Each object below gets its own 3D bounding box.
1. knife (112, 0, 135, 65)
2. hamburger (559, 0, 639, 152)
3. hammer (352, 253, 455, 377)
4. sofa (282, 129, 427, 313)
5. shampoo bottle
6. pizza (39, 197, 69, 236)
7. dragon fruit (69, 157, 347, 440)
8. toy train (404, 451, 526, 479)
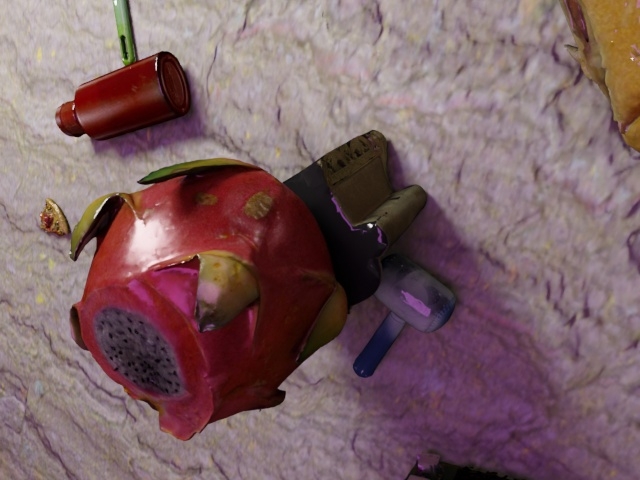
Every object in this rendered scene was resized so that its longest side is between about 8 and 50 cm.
[{"bbox_3d":[-0.318,-0.390,0.940,0.054,0.015,0.212,-2,99,23],"label":"knife"},{"bbox_3d":[0.365,-0.161,0.506,0.329,0.162,0.209,10,109,26],"label":"hamburger"},{"bbox_3d":[0.093,0.116,0.787,0.116,0.069,0.194,38,122,17],"label":"hammer"},{"bbox_3d":[0.000,0.000,0.748,0.258,0.200,0.182,-28,98,31],"label":"sofa"},{"bbox_3d":[-0.332,-0.226,0.955,0.260,0.064,0.102,-7,101,32],"label":"shampoo bottle"},{"bbox_3d":[-0.528,-0.033,1.136,0.078,0.025,0.083,-39,82,29],"label":"pizza"},{"bbox_3d":[-0.138,0.066,0.615,0.290,0.189,0.291,10,113,23],"label":"dragon fruit"},{"bbox_3d":[0.204,0.397,0.742,0.260,0.134,0.178,5,103,29],"label":"toy train"}]
